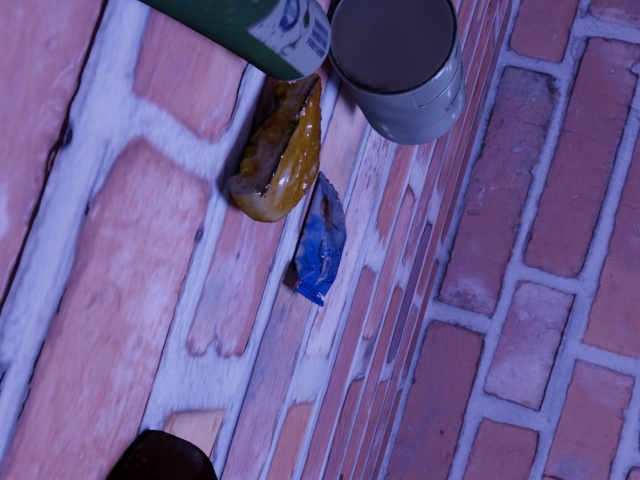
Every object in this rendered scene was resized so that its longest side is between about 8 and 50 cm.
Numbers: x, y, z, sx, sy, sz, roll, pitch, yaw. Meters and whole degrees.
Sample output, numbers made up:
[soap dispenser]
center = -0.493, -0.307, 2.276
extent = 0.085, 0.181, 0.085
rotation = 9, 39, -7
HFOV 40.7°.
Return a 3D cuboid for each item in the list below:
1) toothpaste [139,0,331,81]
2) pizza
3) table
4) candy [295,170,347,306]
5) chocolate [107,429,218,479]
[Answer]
[toothpaste]
center = -0.060, -0.150, 0.485
extent = 0.392, 0.061, 0.098
rotation = 8, 97, -74
[pizza]
center = -0.032, -0.077, 0.720
extent = 0.178, 0.041, 0.130
rotation = -49, 154, -61
[table]
center = 0.086, -0.183, 0.904
extent = 0.220, 0.127, 0.126
rotation = 31, 75, -77
[candy]
center = 0.000, 0.000, 0.963
extent = 0.088, 0.038, 0.136
rotation = 38, 60, -62
[chocolate]
center = -0.111, 0.212, 0.641
extent = 0.148, 0.080, 0.125
rotation = 57, 50, -71
